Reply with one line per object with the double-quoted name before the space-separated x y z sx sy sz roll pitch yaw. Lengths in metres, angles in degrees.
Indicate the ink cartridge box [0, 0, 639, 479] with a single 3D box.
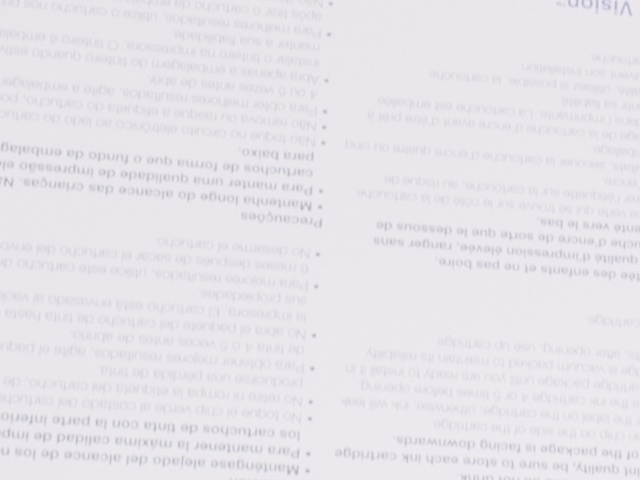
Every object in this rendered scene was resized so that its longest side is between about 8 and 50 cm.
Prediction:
"ink cartridge box" 0.000 0.000 0.371 0.223 0.045 0.224 5 77 -7
